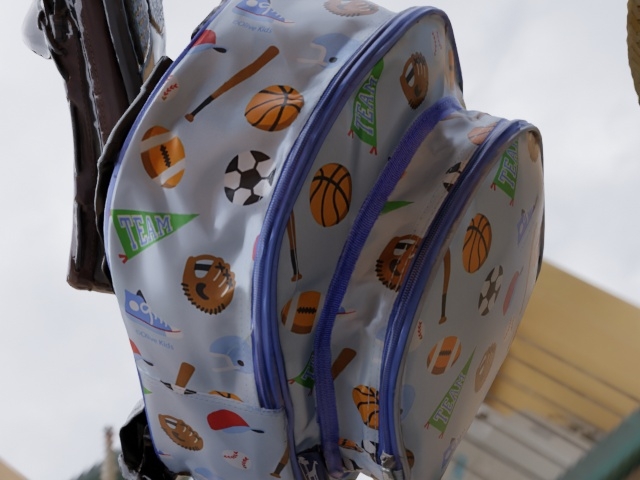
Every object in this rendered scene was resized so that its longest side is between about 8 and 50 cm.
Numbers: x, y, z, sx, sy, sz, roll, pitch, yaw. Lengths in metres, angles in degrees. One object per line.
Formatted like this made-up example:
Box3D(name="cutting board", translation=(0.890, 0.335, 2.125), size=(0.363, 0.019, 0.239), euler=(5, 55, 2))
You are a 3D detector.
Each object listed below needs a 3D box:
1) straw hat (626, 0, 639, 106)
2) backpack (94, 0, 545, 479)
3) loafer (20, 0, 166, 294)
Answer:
Box3D(name="straw hat", translation=(0.143, -0.058, 0.324), size=(0.144, 0.061, 0.145), euler=(-5, -78, -22))
Box3D(name="backpack", translation=(0.000, 0.000, 0.794), size=(0.277, 0.213, 0.263), euler=(-64, -30, -33))
Box3D(name="loafer", translation=(-0.137, -0.102, 0.873), size=(0.109, 0.095, 0.303), euler=(-81, -19, -69))
